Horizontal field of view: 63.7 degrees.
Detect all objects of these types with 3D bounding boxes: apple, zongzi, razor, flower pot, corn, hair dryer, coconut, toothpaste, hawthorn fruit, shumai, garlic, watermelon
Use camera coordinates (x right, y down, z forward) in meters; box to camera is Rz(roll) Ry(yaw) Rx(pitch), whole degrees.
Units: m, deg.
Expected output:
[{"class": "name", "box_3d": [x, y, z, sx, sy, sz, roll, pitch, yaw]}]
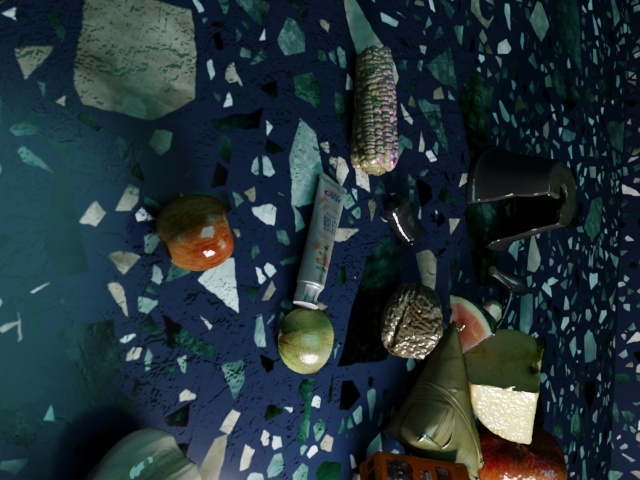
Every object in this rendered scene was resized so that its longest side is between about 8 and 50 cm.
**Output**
[{"class": "apple", "box_3d": [0.609, 0.442, 1.650, 0.314, 0.252, 0.309, 44, 31, -3]}, {"class": "zongzi", "box_3d": [0.408, 0.521, 1.523, 0.447, 0.182, 0.418, 51, 57, -33]}, {"class": "razor", "box_3d": [0.234, -0.056, 1.441, 0.090, 0.054, 0.148, -50, 122, -31]}, {"class": "flower pot", "box_3d": [0.704, -0.158, 1.751, 0.380, 0.251, 0.378, 3, 86, -42]}, {"class": "corn", "box_3d": [0.142, -0.334, 1.315, 0.127, 0.127, 0.334, 5, 86, -43]}, {"class": "hair dryer", "box_3d": [0.644, 0.214, 1.824, 0.196, 0.075, 0.219, 27, 79, -29]}, {"class": "coconut", "box_3d": [0.574, 0.239, 1.742, 0.082, 0.081, 0.083, -27, 129, -3]}, {"class": "toothpaste", "box_3d": [0.000, 0.000, 1.225, 0.100, 0.066, 0.322, 29, 65, -39]}, {"class": "hawthorn fruit", "box_3d": [0.648, 0.768, 1.695, 0.285, 0.285, 0.368, -41, 138, -35]}, {"class": "shumai", "box_3d": [0.264, 0.225, 1.424, 0.176, 0.167, 0.205, 27, 82, -67]}, {"class": "apple", "box_3d": [-0.232, -0.014, 0.953, 0.131, 0.146, 0.146, -17, 102, -18]}, {"class": "garlic", "box_3d": [-0.286, 0.455, 0.873, 0.203, 0.185, 0.280, -10, 96, -62]}, {"class": "watermelon", "box_3d": [0.488, 0.280, 1.613, 0.136, 0.207, 0.202, -1, 108, -17]}]

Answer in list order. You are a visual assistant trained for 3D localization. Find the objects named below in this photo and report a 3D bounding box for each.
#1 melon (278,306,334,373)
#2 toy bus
[{"class": "melon", "box_3d": [-0.033, 0.228, 1.175, 0.128, 0.079, 0.160, 16, 79, -43]}, {"class": "toy bus", "box_3d": [0.272, 0.637, 1.315, 0.330, 0.153, 0.142, 15, 40, -14]}]
